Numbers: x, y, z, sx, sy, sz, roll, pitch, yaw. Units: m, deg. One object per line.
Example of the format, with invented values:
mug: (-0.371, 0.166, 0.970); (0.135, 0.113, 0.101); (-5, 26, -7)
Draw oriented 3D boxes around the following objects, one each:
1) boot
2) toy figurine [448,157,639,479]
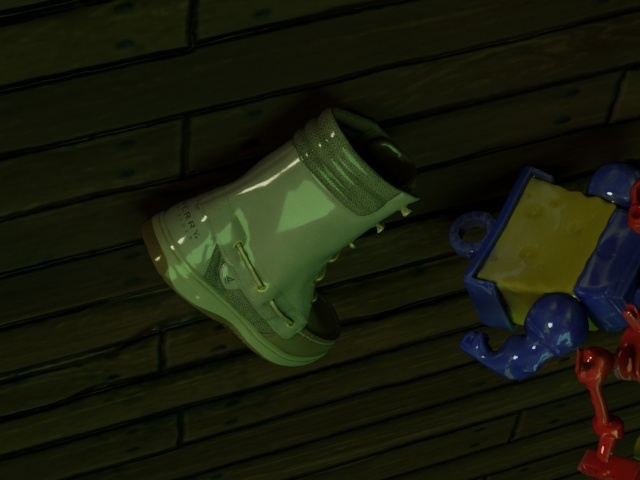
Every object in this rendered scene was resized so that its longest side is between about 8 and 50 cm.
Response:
boot: (0.000, 0.000, 1.173); (0.165, 0.077, 0.213); (-34, 145, 14)
toy figurine: (0.185, -0.024, 1.217); (0.363, 0.217, 0.191); (-61, 139, -21)
